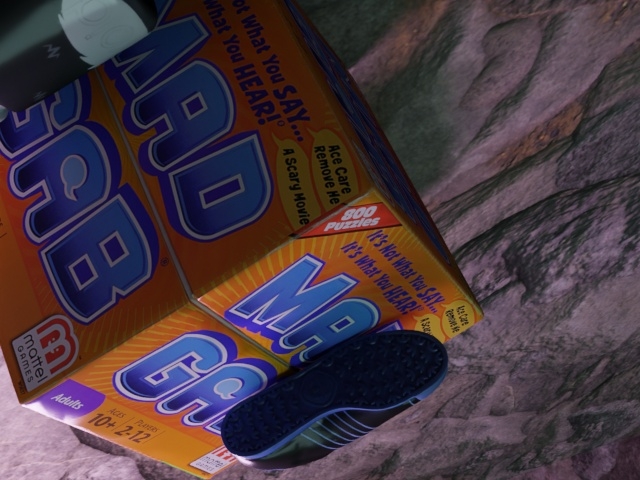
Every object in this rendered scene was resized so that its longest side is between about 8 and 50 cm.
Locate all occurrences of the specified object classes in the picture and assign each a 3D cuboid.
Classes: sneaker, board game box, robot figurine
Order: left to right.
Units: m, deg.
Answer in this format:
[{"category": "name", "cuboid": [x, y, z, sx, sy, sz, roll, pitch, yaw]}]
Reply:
[{"category": "robot figurine", "cuboid": [-0.251, -0.211, 1.050, 0.278, 0.173, 0.209, -30, 146, 6]}, {"category": "board game box", "cuboid": [-0.109, -0.028, 1.263, 0.356, 0.356, 0.356, -32, 151, 9]}, {"category": "sneaker", "cuboid": [0.019, 0.158, 1.224, 0.232, 0.081, 0.090, -22, 155, 5]}]
